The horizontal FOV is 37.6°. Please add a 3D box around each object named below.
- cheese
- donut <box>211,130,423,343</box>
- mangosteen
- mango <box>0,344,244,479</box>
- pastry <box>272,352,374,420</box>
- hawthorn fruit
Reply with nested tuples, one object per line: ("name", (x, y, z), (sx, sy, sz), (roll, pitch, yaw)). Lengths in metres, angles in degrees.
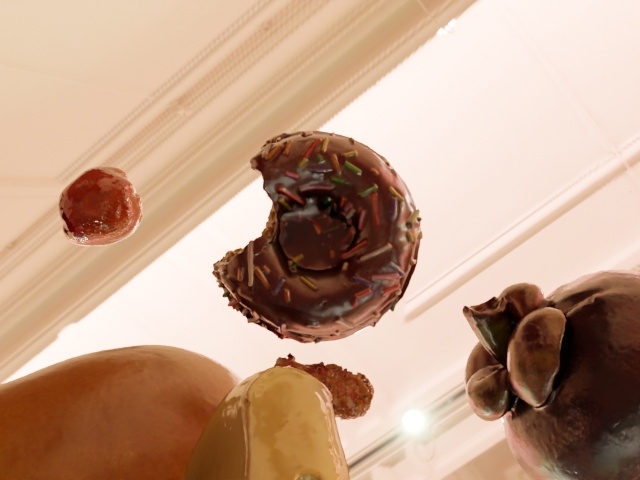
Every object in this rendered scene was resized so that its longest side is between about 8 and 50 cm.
("cheese", (-0.067, 0.283, 0.857), (0.128, 0.259, 0.315), (11, -48, -13))
("donut", (0.001, -0.001, 0.984), (0.216, 0.096, 0.230), (32, -96, 0))
("mangosteen", (0.330, 0.172, 1.176), (0.347, 0.307, 0.306), (19, -81, 2))
("mango", (-0.270, 0.267, 1.074), (0.446, 0.232, 0.300), (-4, -126, -11))
("pastry", (0.001, 0.227, 1.422), (0.170, 0.063, 0.087), (12, -101, 18))
("hawthorn fruit", (-0.366, -0.055, 1.550), (0.138, 0.133, 0.132), (-25, -96, -11))
